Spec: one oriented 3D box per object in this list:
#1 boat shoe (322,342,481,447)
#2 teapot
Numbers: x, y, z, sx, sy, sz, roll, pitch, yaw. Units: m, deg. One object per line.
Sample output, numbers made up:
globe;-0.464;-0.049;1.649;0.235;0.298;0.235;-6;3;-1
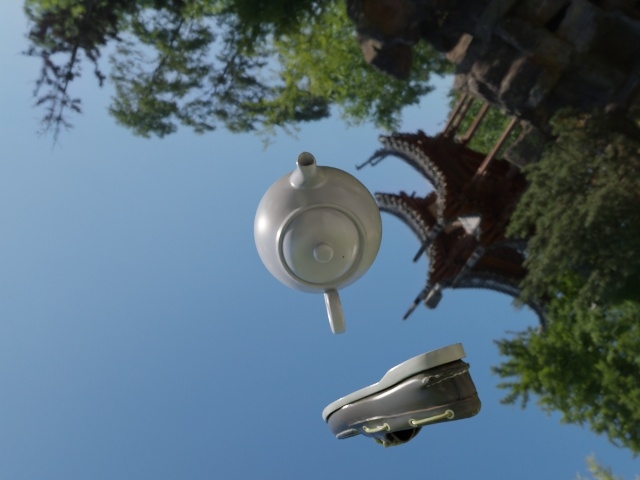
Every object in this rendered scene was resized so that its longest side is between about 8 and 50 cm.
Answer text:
boat shoe;0.100;0.234;0.864;0.109;0.305;0.091;-9;-113;-35
teapot;0.000;0.000;1.114;0.256;0.252;0.187;32;-166;-15
